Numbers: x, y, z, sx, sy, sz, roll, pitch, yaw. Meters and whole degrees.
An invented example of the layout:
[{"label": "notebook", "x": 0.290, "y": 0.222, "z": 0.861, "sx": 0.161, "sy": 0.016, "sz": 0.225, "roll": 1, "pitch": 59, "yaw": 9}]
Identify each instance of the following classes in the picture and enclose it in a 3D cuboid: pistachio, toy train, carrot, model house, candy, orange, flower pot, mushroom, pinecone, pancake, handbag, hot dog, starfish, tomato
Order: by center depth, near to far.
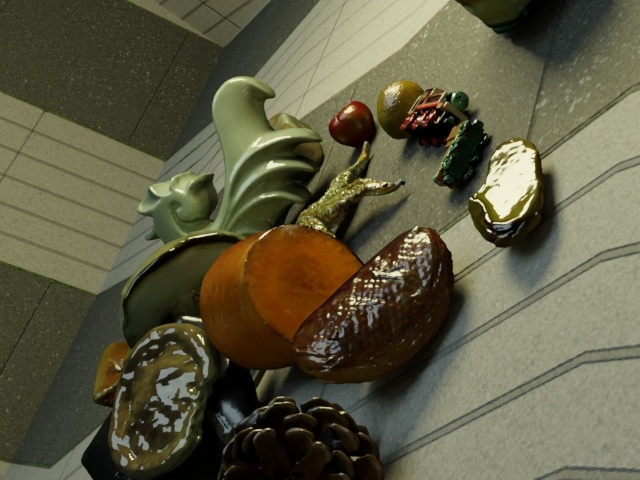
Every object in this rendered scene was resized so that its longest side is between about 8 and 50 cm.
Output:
[{"label": "pinecone", "x": -0.021, "y": 0.255, "z": 0.976, "sx": 0.212, "sy": 0.169, "sz": 0.185, "roll": 149, "pitch": 137, "yaw": -79}, {"label": "pistachio", "x": 0.211, "y": -0.046, "z": 1.052, "sx": 0.090, "sy": 0.049, "sz": 0.173, "roll": -20, "pitch": 34, "yaw": 27}, {"label": "hot dog", "x": 0.071, "y": 0.082, "z": 1.113, "sx": 0.227, "sy": 0.099, "sz": 0.160, "roll": -45, "pitch": 19, "yaw": 4}, {"label": "toy train", "x": 0.183, "y": -0.114, "z": 1.252, "sx": 0.103, "sy": 0.044, "sz": 0.064, "roll": -62, "pitch": 15, "yaw": -20}, {"label": "carrot", "x": -0.072, "y": 0.083, "z": 1.337, "sx": 0.193, "sy": 0.214, "sz": 0.331, "roll": -17, "pitch": -7, "yaw": -28}, {"label": "pancake", "x": -0.237, "y": 0.232, "z": 1.377, "sx": 0.222, "sy": 0.042, "sz": 0.236, "roll": 26, "pitch": 86, "yaw": 43}, {"label": "toy train", "x": 0.173, "y": -0.186, "z": 1.385, "sx": 0.087, "sy": 0.050, "sz": 0.138, "roll": -57, "pitch": 18, "yaw": -8}, {"label": "handbag", "x": -0.205, "y": 0.307, "z": 1.431, "sx": 0.342, "sy": 0.152, "sz": 0.288, "roll": -56, "pitch": 33, "yaw": 6}, {"label": "orange", "x": 0.128, "y": -0.206, "z": 1.485, "sx": 0.085, "sy": 0.085, "sz": 0.095, "roll": -6, "pitch": 69, "yaw": 68}, {"label": "starfish", "x": -0.003, "y": 0.000, "z": 1.519, "sx": 0.358, "sy": 0.078, "sz": 0.347, "roll": -56, "pitch": 21, "yaw": 5}, {"label": "mushroom", "x": -0.228, "y": 0.083, "z": 1.612, "sx": 0.267, "sy": 0.189, "sz": 0.164, "roll": -49, "pitch": 17, "yaw": -3}, {"label": "tomato", "x": 0.059, "y": -0.206, "z": 1.686, "sx": 0.087, "sy": 0.075, "sz": 0.087, "roll": -45, "pitch": 8, "yaw": 8}, {"label": "flower pot", "x": -0.155, "y": -0.100, "z": 1.751, "sx": 0.367, "sy": 0.254, "sz": 0.164, "roll": -53, "pitch": -3, "yaw": 12}, {"label": "model house", "x": -0.294, "y": 0.188, "z": 1.798, "sx": 0.239, "sy": 0.173, "sz": 0.268, "roll": -52, "pitch": 21, "yaw": 21}, {"label": "candy", "x": -0.067, "y": -0.197, "z": 1.948, "sx": 0.102, "sy": 0.104, "sz": 0.234, "roll": -55, "pitch": 18, "yaw": 13}]

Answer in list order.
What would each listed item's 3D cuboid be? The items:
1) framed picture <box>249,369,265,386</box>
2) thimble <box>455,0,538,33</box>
[{"label": "framed picture", "x": -0.121, "y": 0.225, "z": 1.546, "sx": 0.149, "sy": 0.011, "sz": 0.109, "roll": -60, "pitch": 18, "yaw": -9}, {"label": "thimble", "x": 0.205, "y": -0.436, "z": 1.332, "sx": 0.167, "sy": 0.288, "sz": 0.254, "roll": -51, "pitch": -13, "yaw": 16}]
